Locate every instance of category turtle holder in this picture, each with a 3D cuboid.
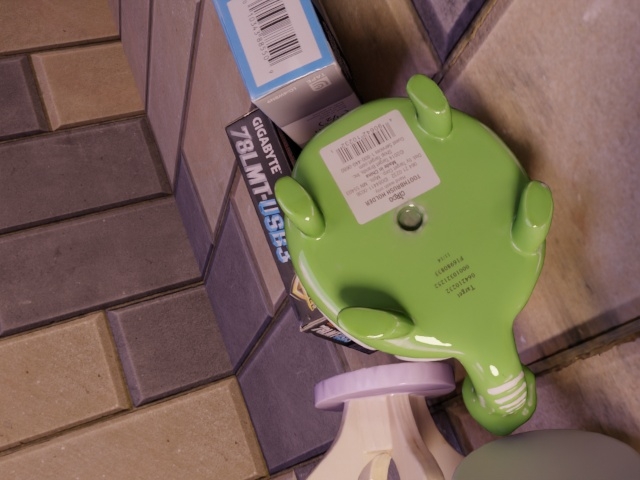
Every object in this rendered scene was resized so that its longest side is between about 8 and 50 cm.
[{"bbox_3d":[0.117,0.014,0.716,0.320,0.243,0.227,31,172,12],"label":"turtle holder"}]

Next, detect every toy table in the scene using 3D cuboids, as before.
[{"bbox_3d":[0.090,0.262,0.936,0.274,0.252,0.161,102,164,-69],"label":"toy table"}]

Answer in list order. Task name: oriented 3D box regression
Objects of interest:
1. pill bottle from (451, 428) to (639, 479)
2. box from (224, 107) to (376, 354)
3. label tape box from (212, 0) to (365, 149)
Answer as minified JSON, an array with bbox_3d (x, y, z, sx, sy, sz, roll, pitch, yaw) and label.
[{"bbox_3d":[0.236,0.377,0.647,0.204,0.204,0.361,-170,66,-67],"label":"pill bottle"},{"bbox_3d":[0.000,0.000,0.971,0.295,0.073,0.293,67,-170,22],"label":"box"},{"bbox_3d":[-0.027,-0.254,0.953,0.249,0.115,0.348,69,-167,14],"label":"label tape box"}]
